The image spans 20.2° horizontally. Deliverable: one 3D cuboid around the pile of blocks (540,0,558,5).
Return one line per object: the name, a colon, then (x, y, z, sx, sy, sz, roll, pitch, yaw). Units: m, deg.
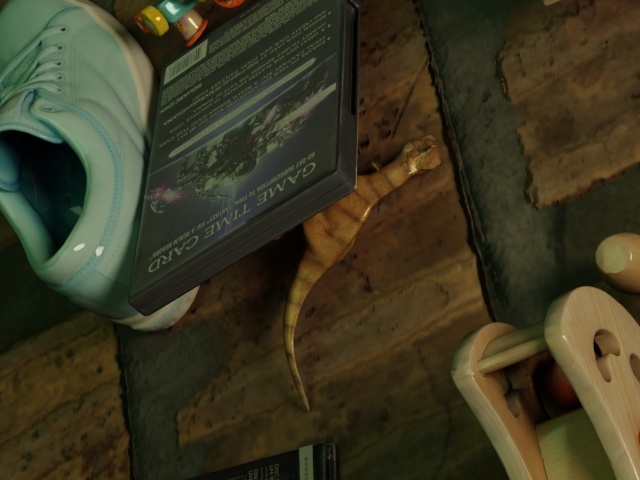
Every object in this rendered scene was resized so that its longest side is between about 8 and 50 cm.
pile of blocks: (0.256, -0.285, 1.120, 0.362, 0.149, 0.112, -59, 41, 25)

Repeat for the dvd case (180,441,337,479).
dvd case: (-0.076, 0.245, 1.274, 0.221, 0.018, 0.164, -20, 60, 34)

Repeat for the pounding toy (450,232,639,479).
pounding toy: (0.182, 0.102, 1.022, 0.155, 0.154, 0.269, -25, 59, 31)

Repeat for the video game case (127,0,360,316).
video game case: (-0.052, -0.088, 1.317, 0.196, 0.026, 0.274, -31, 36, 27)

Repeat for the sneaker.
sneaker: (-0.210, -0.094, 1.430, 0.135, 0.150, 0.366, -44, 50, 17)

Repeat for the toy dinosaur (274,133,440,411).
toy dinosaur: (0.000, 0.000, 1.276, 0.112, 0.064, 0.211, 41, 101, 40)

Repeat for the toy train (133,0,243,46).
toy train: (-0.072, -0.210, 1.426, 0.166, 0.046, 0.125, -31, 13, 35)
